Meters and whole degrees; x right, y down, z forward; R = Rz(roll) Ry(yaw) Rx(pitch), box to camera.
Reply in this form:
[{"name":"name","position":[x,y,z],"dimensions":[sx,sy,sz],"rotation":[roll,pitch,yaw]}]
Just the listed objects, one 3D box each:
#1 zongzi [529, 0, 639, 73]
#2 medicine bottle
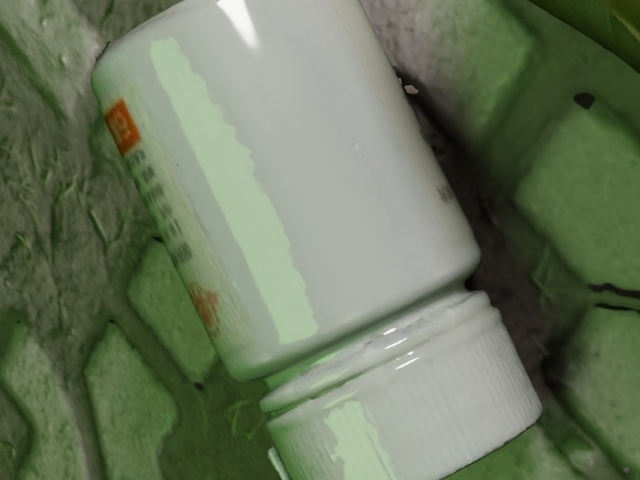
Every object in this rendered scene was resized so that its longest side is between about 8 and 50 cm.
[{"name":"zongzi","position":[0.157,-0.172,0.651],"dimensions":[0.228,0.115,0.256],"rotation":[39,127,33]},{"name":"medicine bottle","position":[0.000,0.000,0.875],"dimensions":[0.144,0.144,0.252],"rotation":[-32,83,49]}]
